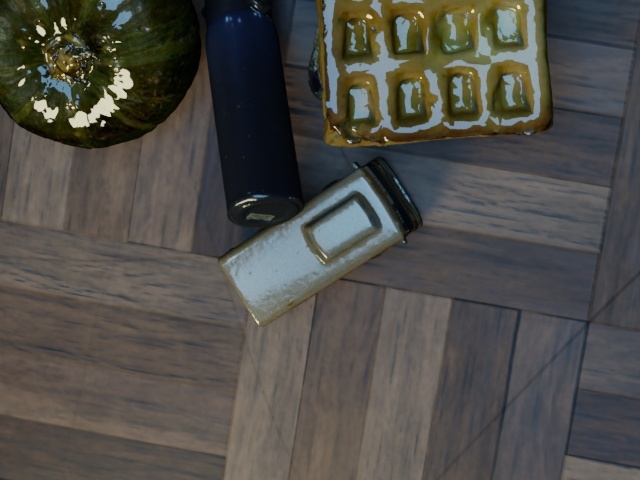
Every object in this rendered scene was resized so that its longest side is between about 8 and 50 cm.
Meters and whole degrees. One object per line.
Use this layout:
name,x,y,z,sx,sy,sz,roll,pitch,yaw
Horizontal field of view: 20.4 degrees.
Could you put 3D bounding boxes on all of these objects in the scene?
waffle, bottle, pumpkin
waffle,0.100,-0.251,1.598,0.224,0.098,0.327,-4,100,-2
bottle,-0.065,-0.136,1.684,0.082,0.072,0.244,-32,59,42
pumpkin,-0.221,-0.196,1.705,0.224,0.157,0.223,3,112,7

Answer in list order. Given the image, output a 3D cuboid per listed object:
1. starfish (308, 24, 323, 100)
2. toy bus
starfish,0.060,-0.231,1.682,0.216,0.071,0.238,27,102,-8
toy bus,0.000,0.000,1.712,0.182,0.103,0.091,-32,90,10
